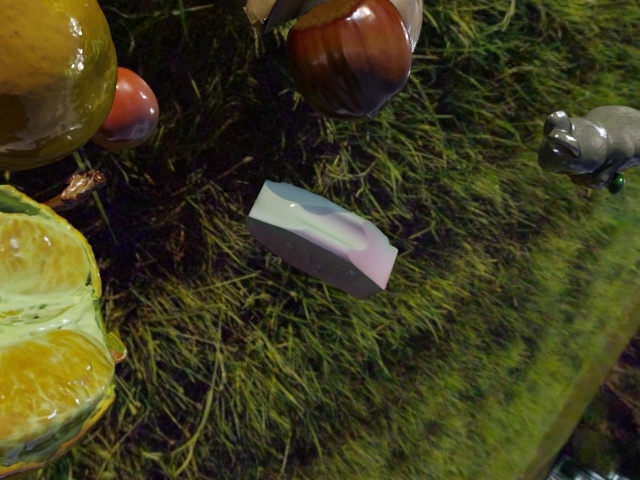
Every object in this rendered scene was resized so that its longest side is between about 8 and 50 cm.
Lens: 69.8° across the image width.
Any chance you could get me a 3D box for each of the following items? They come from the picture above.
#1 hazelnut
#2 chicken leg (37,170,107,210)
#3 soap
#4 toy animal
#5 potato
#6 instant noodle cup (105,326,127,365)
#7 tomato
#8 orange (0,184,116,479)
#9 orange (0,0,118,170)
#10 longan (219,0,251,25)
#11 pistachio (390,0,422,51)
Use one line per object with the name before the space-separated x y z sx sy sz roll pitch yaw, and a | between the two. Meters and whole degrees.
hazelnut | 0.053 -0.319 0.800 0.210 0.186 0.210 -2 138 -2
chicken leg | -0.463 -0.085 0.842 0.145 0.062 0.037 -42 166 -25
soap | 0.000 0.000 0.980 0.109 0.324 0.193 -66 -169 -25
toy animal | 0.366 -0.133 0.639 0.236 0.138 0.108 4 160 -21
potato | -0.036 -0.460 0.785 0.243 0.098 0.138 -41 169 -37
instant noodle cup | -0.420 0.218 0.702 0.185 0.168 0.168 -58 148 -3
tomato | -0.641 -0.411 1.449 0.256 0.224 0.256 -47 169 -12
orange | -0.278 0.085 0.392 0.179 0.237 0.158 -8 154 -47
orange | -0.368 -0.218 0.520 0.235 0.279 0.279 -44 147 -39
longan | -0.154 -0.688 1.198 0.258 0.258 0.258 -33 140 -33
pistachio | 0.131 -0.508 1.116 0.226 0.208 0.332 -6 134 -13
